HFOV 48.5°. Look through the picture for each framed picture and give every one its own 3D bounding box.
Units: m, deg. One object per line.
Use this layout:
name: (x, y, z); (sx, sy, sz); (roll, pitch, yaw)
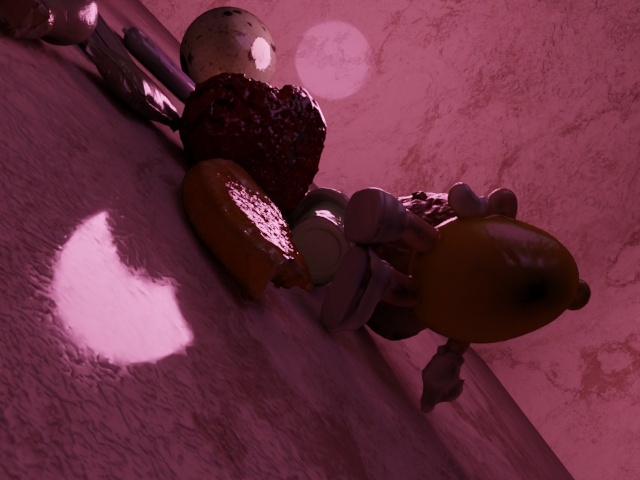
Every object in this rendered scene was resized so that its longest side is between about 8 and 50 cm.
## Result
framed picture: (-0.417, -0.394, 1.248); (0.289, 0.016, 0.213); (54, 7, 8)

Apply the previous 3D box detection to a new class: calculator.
calculator: (-0.376, -0.414, 1.688); (0.246, 0.045, 0.141); (42, 7, -34)

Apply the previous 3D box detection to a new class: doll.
doll: (0.200, 0.071, 1.087); (0.423, 0.348, 0.161); (44, -1, -26)

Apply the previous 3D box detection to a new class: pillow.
pillow: (-0.282, -0.231, 1.091); (0.119, 0.053, 0.208); (50, 2, 6)

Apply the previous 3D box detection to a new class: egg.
egg: (-0.275, -0.541, 2.100); (0.287, 0.287, 0.379); (46, 20, -11)

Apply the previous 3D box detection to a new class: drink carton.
drink carton: (0.000, 0.000, 1.191); (0.144, 0.146, 0.142); (46, 14, -4)

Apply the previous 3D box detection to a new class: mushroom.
mushroom: (-0.345, -0.285, 0.888); (0.116, 0.093, 0.225); (29, 21, -20)

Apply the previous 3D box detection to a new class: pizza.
pizza: (-0.094, -0.017, 0.900); (0.182, 0.074, 0.365); (41, 8, -35)

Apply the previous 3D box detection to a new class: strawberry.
strawberry: (-0.102, -0.172, 1.179); (0.274, 0.220, 0.274); (50, 3, -4)

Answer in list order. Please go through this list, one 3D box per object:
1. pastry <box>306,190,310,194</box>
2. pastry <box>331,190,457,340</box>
pastry: (-0.058, -0.081, 1.459); (0.265, 0.112, 0.103); (37, 11, 30)
pastry: (0.166, 0.032, 1.315); (0.136, 0.329, 0.330); (55, 1, -32)
